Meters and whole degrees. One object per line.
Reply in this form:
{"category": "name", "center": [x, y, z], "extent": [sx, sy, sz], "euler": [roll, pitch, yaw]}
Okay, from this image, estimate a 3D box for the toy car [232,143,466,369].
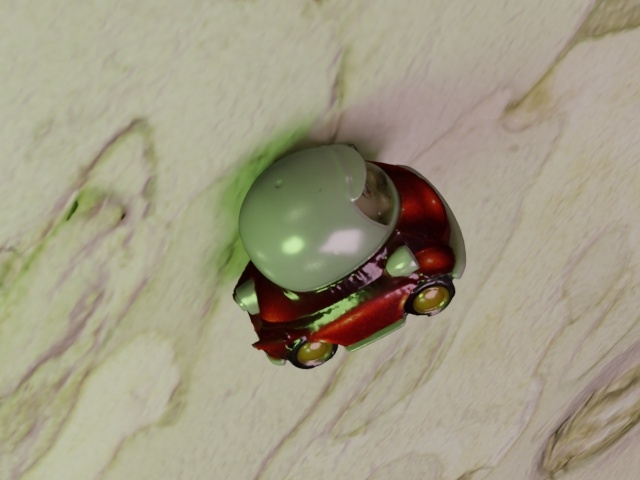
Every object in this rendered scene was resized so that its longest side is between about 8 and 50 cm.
{"category": "toy car", "center": [0.000, 0.000, 0.932], "extent": [0.139, 0.112, 0.112], "euler": [-35, 137, 9]}
